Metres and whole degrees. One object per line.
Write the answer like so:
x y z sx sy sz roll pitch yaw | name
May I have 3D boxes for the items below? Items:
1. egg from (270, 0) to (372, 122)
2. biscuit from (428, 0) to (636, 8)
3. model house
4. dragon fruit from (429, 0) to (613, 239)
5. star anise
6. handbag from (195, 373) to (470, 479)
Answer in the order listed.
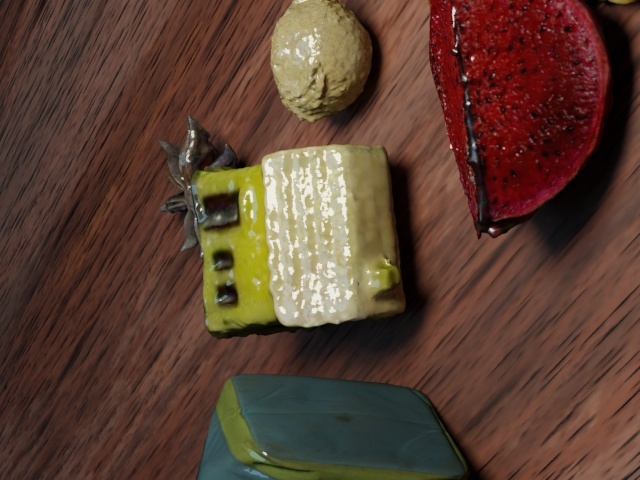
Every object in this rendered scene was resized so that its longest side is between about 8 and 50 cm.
-0.002 -0.198 1.610 0.118 0.116 0.140 43 132 46 | egg
0.192 -0.290 1.402 0.299 0.045 0.154 6 95 54 | biscuit
0.000 0.000 1.589 0.234 0.175 0.193 -11 80 44 | model house
0.175 -0.138 1.349 0.189 0.163 0.261 -2 100 27 | dragon fruit
-0.144 -0.067 1.854 0.204 0.061 0.180 -38 72 53 | star anise
-0.002 0.278 1.488 0.222 0.263 0.241 -128 47 -60 | handbag
